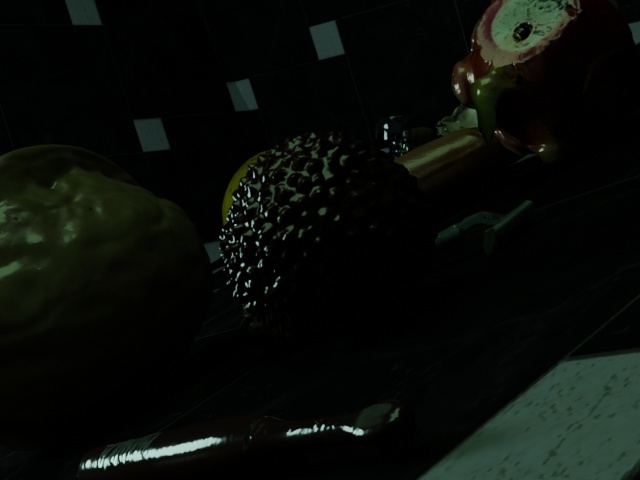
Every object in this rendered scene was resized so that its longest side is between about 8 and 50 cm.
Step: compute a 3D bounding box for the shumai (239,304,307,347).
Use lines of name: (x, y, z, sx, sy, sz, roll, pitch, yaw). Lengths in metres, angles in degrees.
shumai: (-0.034, 0.034, 0.981, 0.146, 0.116, 0.145, -37, 8, 6)

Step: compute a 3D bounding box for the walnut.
walnut: (-0.319, 0.063, 1.172, 0.381, 0.381, 0.381, -28, 4, 2)

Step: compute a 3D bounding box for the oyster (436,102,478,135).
oyster: (0.271, -0.162, 1.419, 0.209, 0.072, 0.133, -13, 28, 13)

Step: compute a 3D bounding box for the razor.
razor: (0.101, 0.013, 0.957, 0.211, 0.035, 0.084, -24, 4, 40)

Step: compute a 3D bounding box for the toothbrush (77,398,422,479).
toothbrush: (-0.063, 0.128, 0.610, 0.041, 0.040, 0.364, -32, 5, -39)

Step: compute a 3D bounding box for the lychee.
lychee: (0.000, 0.000, 0.836, 0.188, 0.188, 0.188, -28, 4, 2)

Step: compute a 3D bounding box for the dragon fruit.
dragon fruit: (0.276, -0.199, 1.197, 0.224, 0.227, 0.224, -20, 44, 21)

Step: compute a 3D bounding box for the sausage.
sausage: (0.121, -0.065, 1.328, 0.274, 0.105, 0.105, -28, 4, 8)

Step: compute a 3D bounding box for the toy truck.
toy truck: (0.170, -0.121, 1.559, 0.165, 0.147, 0.224, -2, 5, 1)

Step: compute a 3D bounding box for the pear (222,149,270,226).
pear: (-0.049, -0.048, 1.574, 0.209, 0.208, 0.209, -28, 4, 2)
